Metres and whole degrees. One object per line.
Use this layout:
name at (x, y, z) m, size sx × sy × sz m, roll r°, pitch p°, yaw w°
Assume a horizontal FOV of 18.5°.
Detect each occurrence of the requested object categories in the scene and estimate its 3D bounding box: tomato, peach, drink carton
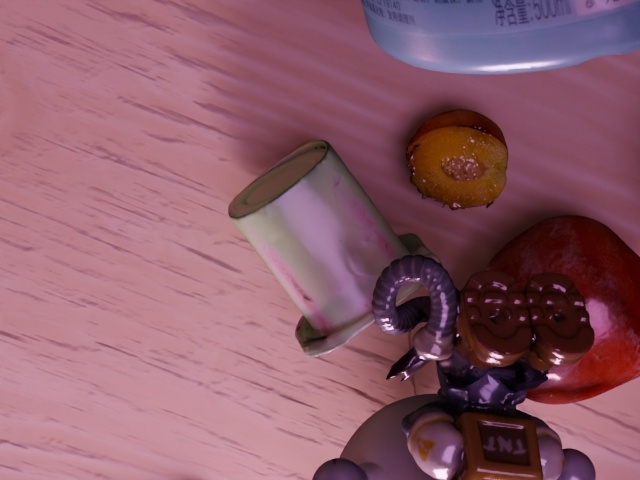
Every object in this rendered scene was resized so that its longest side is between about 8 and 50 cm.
tomato at (0.231, 0.075, 1.800) m, size 0.187 × 0.151 × 0.187 m, roll -7°, pitch 117°, yaw -14°
peach at (0.123, -0.077, 1.762) m, size 0.098 × 0.061 × 0.098 m, roll 2°, pitch 127°, yaw 2°
drink carton at (0.000, 0.000, 1.723) m, size 0.144 × 0.146 × 0.142 m, roll -38°, pitch 106°, yaw 0°

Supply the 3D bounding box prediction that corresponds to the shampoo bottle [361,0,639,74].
shampoo bottle at (0.162, -0.341, 1.526) m, size 0.331 × 0.331 × 0.343 m, roll -17°, pitch 113°, yaw -8°

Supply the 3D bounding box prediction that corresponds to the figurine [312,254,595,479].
figurine at (0.127, 0.187, 1.718) m, size 0.261 × 0.186 × 0.382 m, roll 12°, pitch 140°, yaw -10°
